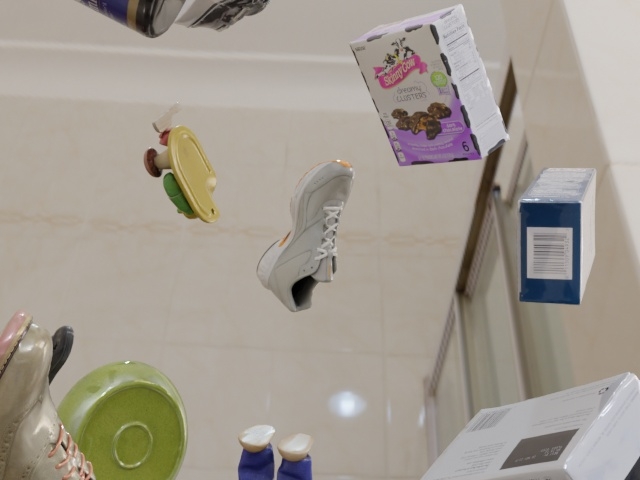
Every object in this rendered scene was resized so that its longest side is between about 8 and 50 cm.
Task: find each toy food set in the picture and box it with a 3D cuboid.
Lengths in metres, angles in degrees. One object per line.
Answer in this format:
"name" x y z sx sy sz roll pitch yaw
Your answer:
"toy food set" -0.246 -0.122 1.587 0.071 0.128 0.218 -14 -62 19

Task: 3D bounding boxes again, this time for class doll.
"doll" -0.052 0.264 0.852 0.129 0.046 0.189 9 -74 17

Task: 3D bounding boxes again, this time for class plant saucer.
"plant saucer" -0.283 0.297 1.361 0.037 0.241 0.241 1 -34 47

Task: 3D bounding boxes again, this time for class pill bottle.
"pill bottle" -0.261 -0.332 1.064 0.219 0.123 0.123 27 -46 2

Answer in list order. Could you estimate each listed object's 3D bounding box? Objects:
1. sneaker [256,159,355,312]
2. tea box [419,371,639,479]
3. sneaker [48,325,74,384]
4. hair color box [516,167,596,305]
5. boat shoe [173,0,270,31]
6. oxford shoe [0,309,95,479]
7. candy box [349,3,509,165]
"sneaker" 0.000 0.000 1.473 0.099 0.121 0.262 4 -57 -39
"tea box" 0.379 0.410 1.375 0.324 0.220 0.329 55 -37 -4
"sneaker" -0.479 0.205 1.527 0.089 0.051 0.170 23 -76 -38
"hair color box" 0.418 -0.018 1.630 0.105 0.347 0.174 2 -77 20
"boat shoe" -0.115 -0.368 1.329 0.102 0.108 0.301 11 -16 -29
"oxford shoe" -0.320 0.236 1.067 0.146 0.140 0.397 18 -48 0
"candy box" 0.148 -0.207 1.280 0.165 0.070 0.196 0 -60 52
